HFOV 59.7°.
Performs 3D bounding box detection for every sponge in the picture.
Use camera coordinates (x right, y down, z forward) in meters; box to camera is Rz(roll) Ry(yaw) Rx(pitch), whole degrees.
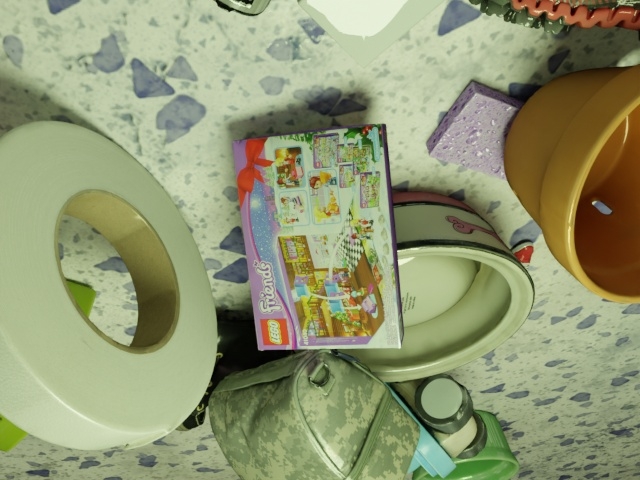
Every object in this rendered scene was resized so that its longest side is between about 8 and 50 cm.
[{"bbox_3d":[0.270,-0.144,0.806,0.210,0.031,0.117,13,135,-22],"label":"sponge"}]

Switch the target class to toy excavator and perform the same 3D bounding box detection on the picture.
[{"bbox_3d":[0.065,0.395,1.223,0.445,0.433,0.222,-40,137,-6],"label":"toy excavator"}]

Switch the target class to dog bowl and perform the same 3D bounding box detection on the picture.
[{"bbox_3d":[0.140,0.085,0.961,0.408,0.150,0.408,-5,140,-4],"label":"dog bowl"}]

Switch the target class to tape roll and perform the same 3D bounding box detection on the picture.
[{"bbox_3d":[-0.262,0.048,0.670,0.072,0.392,0.392,-23,137,16],"label":"tape roll"}]

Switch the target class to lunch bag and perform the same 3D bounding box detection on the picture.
[{"bbox_3d":[-0.025,0.307,0.921,0.256,0.212,0.305,48,138,-15],"label":"lunch bag"}]

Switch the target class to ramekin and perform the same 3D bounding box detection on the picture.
[{"bbox_3d":[0.401,0.614,1.612,0.303,0.148,0.303,-5,139,-4],"label":"ramekin"}]

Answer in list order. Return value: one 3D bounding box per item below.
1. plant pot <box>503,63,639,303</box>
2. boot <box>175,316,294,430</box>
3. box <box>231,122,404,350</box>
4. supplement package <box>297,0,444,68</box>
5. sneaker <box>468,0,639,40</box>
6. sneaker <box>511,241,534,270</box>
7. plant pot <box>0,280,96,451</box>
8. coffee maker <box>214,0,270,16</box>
[{"bbox_3d":[0.372,-0.097,0.703,0.291,0.203,0.291,-8,119,-15],"label":"plant pot"},{"bbox_3d":[-0.166,0.273,1.146,0.284,0.138,0.377,0,133,-9],"label":"boot"},{"bbox_3d":[0.000,0.000,0.750,0.201,0.057,0.293,-3,100,14],"label":"box"},{"bbox_3d":[0.070,-0.285,0.555,0.179,0.105,0.105,-34,134,26],"label":"supplement package"},{"bbox_3d":[0.305,-0.289,0.600,0.276,0.097,0.135,7,117,4],"label":"sneaker"},{"bbox_3d":[0.368,0.061,1.031,0.042,0.067,0.118,2,138,-12],"label":"sneaker"},{"bbox_3d":[-0.535,0.179,0.911,0.207,0.228,0.227,30,127,-28],"label":"plant pot"},{"bbox_3d":[-0.032,-0.313,0.491,0.120,0.171,0.178,42,144,-17],"label":"coffee maker"}]
